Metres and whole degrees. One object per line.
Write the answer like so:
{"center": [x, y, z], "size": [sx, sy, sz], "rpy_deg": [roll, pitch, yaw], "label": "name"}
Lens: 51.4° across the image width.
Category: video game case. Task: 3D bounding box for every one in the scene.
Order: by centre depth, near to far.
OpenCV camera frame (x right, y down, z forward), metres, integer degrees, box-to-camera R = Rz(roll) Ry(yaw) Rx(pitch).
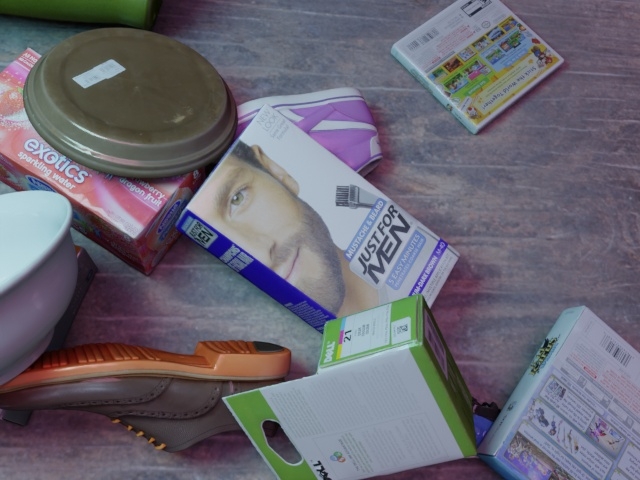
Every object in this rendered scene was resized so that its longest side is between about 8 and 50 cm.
{"center": [0.375, 0.266, 0.878], "size": [0.269, 0.061, 0.244], "rpy_deg": [41, 69, -3], "label": "video game case"}
{"center": [0.270, -0.315, 1.138], "size": [0.227, 0.026, 0.206], "rpy_deg": [-38, 77, -19], "label": "video game case"}

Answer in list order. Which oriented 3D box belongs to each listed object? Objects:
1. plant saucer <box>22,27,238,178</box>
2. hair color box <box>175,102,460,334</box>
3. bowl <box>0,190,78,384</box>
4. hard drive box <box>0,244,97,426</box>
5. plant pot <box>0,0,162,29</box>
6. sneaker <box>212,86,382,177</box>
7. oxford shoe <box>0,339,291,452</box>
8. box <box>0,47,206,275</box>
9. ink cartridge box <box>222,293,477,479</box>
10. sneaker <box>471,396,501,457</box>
{"center": [-0.244, -0.195, 0.881], "size": [0.277, 0.041, 0.278], "rpy_deg": [10, 50, -13], "label": "plant saucer"}
{"center": [0.000, 0.000, 0.894], "size": [0.339, 0.110, 0.185], "rpy_deg": [36, 69, -8], "label": "hair color box"}
{"center": [-0.386, 0.075, 0.723], "size": [0.297, 0.134, 0.298], "rpy_deg": [-13, 30, 8], "label": "bowl"}
{"center": [-0.427, 0.098, 0.861], "size": [0.181, 0.089, 0.232], "rpy_deg": [17, 68, 1], "label": "hard drive box"}
{"center": [-0.395, -0.480, 0.980], "size": [0.353, 0.366, 0.367], "rpy_deg": [15, 67, -14], "label": "plant pot"}
{"center": [-0.040, -0.128, 0.990], "size": [0.282, 0.102, 0.161], "rpy_deg": [-15, 74, -12], "label": "sneaker"}
{"center": [-0.210, 0.195, 0.803], "size": [0.363, 0.130, 0.133], "rpy_deg": [3, 92, -19], "label": "oxford shoe"}
{"center": [-0.321, -0.108, 0.924], "size": [0.300, 0.142, 0.154], "rpy_deg": [33, 67, 7], "label": "box"}
{"center": [0.038, 0.196, 0.819], "size": [0.255, 0.189, 0.097], "rpy_deg": [-19, 27, 19], "label": "ink cartridge box"}
{"center": [0.173, 0.247, 0.886], "size": [0.152, 0.058, 0.085], "rpy_deg": [2, 74, -10], "label": "sneaker"}
